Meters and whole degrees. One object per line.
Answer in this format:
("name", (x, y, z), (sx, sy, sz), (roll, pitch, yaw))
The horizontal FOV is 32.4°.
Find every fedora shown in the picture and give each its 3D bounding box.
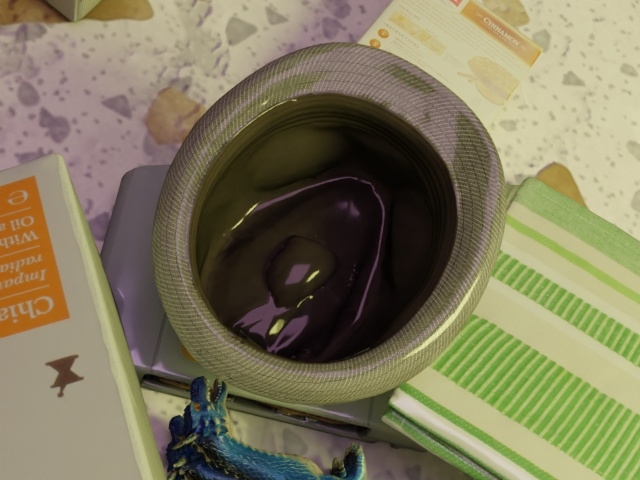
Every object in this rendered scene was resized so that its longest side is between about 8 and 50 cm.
("fedora", (0.000, 0.000, 0.839), (0.243, 0.124, 0.275), (30, 70, 0))

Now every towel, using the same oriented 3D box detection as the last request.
("towel", (0.211, 0.095, 0.911), (0.248, 0.038, 0.325), (32, 45, 6))

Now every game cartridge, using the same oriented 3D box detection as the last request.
("game cartridge", (-0.036, 0.046, 0.908), (0.297, 0.062, 0.198), (15, 68, -10))

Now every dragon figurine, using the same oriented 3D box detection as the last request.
("dragon figurine", (-0.025, 0.236, 0.807), (0.144, 0.085, 0.289), (-10, 70, -20))

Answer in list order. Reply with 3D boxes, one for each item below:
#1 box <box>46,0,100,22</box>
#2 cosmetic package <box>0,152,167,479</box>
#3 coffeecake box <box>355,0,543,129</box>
("box", (-0.286, -0.354, 0.971), (0.311, 0.121, 0.148), (36, 61, 2))
("cosmetic package", (-0.198, 0.181, 0.636), (0.230, 0.161, 0.453), (-18, 52, -9))
("coffeecake box", (0.097, -0.145, 1.022), (0.142, 0.068, 0.185), (36, 62, 2))
